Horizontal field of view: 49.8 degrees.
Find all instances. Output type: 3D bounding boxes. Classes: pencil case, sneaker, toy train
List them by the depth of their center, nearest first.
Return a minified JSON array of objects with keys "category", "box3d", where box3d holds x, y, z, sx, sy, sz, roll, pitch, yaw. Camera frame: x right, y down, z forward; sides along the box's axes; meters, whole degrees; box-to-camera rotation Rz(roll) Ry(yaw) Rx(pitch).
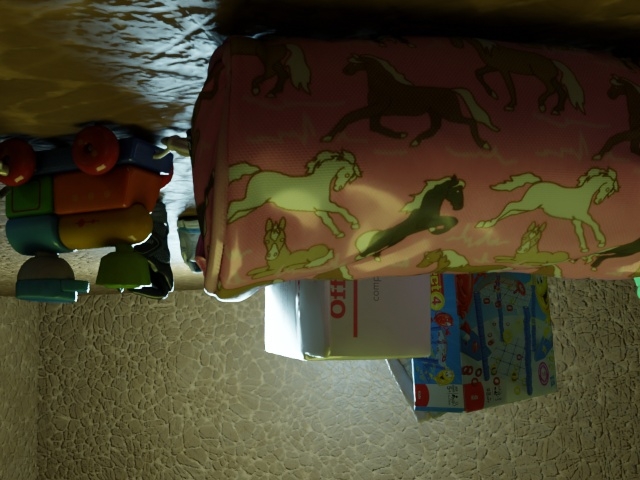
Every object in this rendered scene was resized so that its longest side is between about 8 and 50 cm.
[{"category":"pencil case","box3d":[0.109,-0.043,0.461,0.386,0.160,0.167,-1,172,-14]},{"category":"toy train","box3d":[-0.167,-0.021,0.604,0.248,0.143,0.105,-4,173,20]},{"category":"sneaker","box3d":[-0.259,0.021,0.993,0.087,0.130,0.227,2,174,-17]},{"category":"sneaker","box3d":[-0.205,0.014,1.138,0.071,0.082,0.190,-3,174,-4]}]

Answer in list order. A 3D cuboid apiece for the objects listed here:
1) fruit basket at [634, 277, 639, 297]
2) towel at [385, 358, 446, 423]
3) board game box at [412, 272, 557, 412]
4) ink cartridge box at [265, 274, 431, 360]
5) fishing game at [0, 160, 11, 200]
[{"category":"fruit basket","box3d":[0.733,0.001,1.209,0.327,0.165,0.353,-1,157,-13]},{"category":"towel","box3d":[0.201,0.132,1.205,0.053,0.316,0.332,-36,161,34]},{"category":"board game box","box3d":[0.260,0.102,1.091,0.086,0.301,0.308,-9,171,41]},{"category":"ink cartridge box","box3d":[0.022,0.016,0.700,0.119,0.207,0.353,1,173,-11]},{"category":"fishing game","box3d":[-0.342,-0.067,0.535,0.189,0.041,0.264,20,165,-37]}]
